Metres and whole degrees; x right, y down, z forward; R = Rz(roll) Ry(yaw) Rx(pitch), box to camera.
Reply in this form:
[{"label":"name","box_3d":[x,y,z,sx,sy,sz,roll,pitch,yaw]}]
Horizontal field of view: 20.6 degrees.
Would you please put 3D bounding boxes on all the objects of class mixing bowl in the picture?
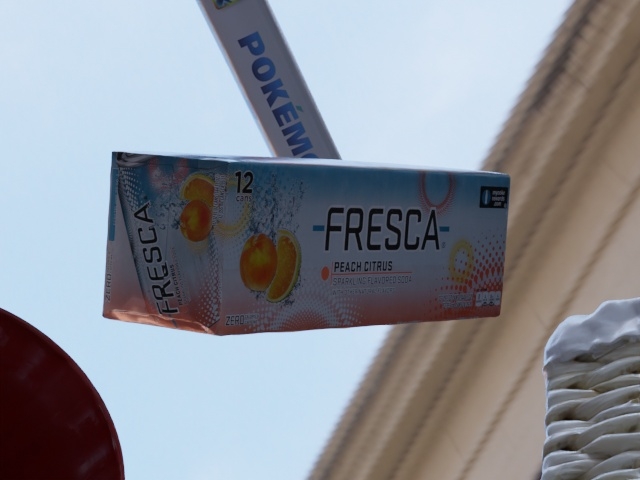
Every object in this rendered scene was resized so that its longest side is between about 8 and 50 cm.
[{"label":"mixing bowl","box_3d":[-0.202,0.126,0.897,0.181,0.181,0.098,22,-45,-23]}]

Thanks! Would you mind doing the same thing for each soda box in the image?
[{"label":"soda box","box_3d":[0.000,0.000,0.673,0.183,0.058,0.063,0,-85,-53]}]

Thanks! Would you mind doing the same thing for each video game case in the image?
[{"label":"video game case","box_3d":[-0.056,-0.159,1.069,0.036,0.329,0.300,-25,-60,2]}]

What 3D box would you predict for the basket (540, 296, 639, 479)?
[{"label":"basket","box_3d":[0.299,0.202,0.887,0.331,0.266,0.328,-15,-66,22]}]
